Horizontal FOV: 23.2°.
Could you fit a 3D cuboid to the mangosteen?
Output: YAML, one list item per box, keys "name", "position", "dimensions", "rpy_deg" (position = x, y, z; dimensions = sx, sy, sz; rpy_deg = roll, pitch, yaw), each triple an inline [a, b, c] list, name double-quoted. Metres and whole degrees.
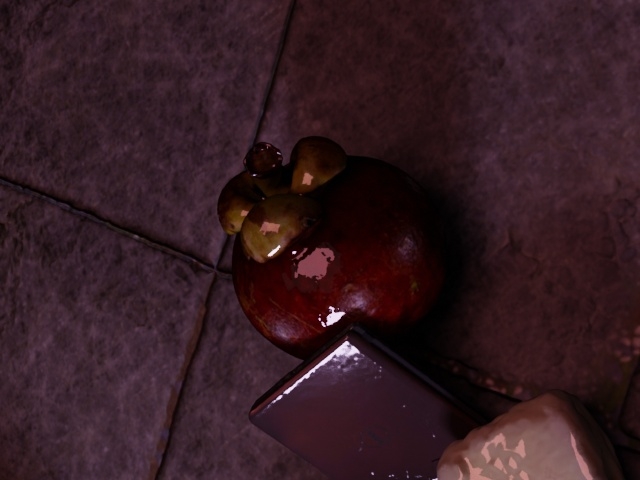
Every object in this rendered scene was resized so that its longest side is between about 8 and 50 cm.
- name: "mangosteen"
  position: [0.000, 0.000, 1.480]
  dimensions: [0.215, 0.257, 0.215]
  rpy_deg: [-20, 49, 24]

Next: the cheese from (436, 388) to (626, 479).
- name: "cheese"
  position: [0.224, 0.269, 1.386]
  dimensions: [0.159, 0.093, 0.263]
  rpy_deg: [-37, 70, 29]

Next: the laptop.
- name: "laptop"
  position: [0.054, 0.175, 1.472]
  dimensions: [0.154, 0.207, 0.026]
  rpy_deg: [-41, 26, 26]
